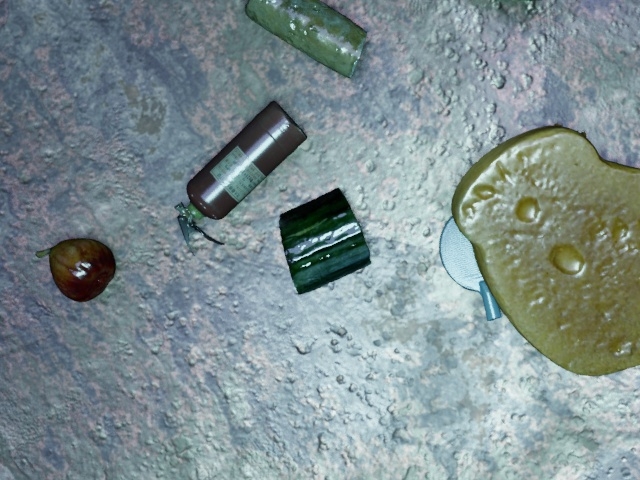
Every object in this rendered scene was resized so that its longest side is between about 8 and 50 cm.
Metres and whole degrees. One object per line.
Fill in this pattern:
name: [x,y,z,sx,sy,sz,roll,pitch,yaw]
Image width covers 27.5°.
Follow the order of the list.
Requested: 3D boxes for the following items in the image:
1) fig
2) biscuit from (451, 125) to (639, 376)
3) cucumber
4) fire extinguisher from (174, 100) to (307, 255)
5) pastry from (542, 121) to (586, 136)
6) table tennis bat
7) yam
fig: [-0.345,0.027,1.805,0.125,0.089,0.089,31,92,28]
biscuit: [0.348,0.002,1.696,0.287,0.057,0.344,-34,98,8]
cucumber: [0.000,0.000,1.767,0.115,0.062,0.116,-23,87,2]
fire extinguisher: [-0.113,-0.078,1.783,0.231,0.071,0.099,-45,111,4]
pastry: [0.299,-0.088,1.734,0.080,0.056,0.140,18,91,-1]
table tennis bat: [0.216,0.032,1.760,0.100,0.019,0.155,-16,85,6]
yam: [-0.015,-0.293,1.771,0.179,0.078,0.078,32,92,7]
